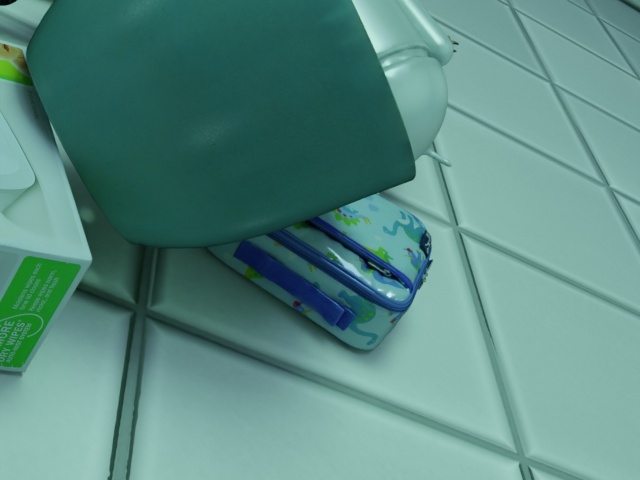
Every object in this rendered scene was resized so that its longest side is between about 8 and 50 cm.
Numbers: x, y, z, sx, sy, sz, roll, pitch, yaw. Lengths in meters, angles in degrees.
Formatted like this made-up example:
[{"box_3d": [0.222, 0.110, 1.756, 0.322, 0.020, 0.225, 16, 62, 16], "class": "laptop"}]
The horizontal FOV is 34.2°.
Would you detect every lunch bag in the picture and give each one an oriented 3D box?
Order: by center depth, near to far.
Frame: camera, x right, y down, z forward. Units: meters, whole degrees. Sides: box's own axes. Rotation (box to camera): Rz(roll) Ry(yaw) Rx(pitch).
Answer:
[{"box_3d": [0.000, 0.000, 1.032, 0.219, 0.090, 0.176, 34, 32, 0], "class": "lunch bag"}]

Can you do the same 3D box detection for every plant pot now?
[{"box_3d": [-0.092, -0.127, 0.852, 0.293, 0.235, 0.293, 62, -1, 2], "class": "plant pot"}]

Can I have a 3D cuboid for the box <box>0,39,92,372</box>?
[{"box_3d": [-0.316, -0.049, 0.734, 0.231, 0.126, 0.262, 14, 35, -37], "class": "box"}]

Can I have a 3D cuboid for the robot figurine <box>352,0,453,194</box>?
[{"box_3d": [0.013, -0.210, 1.212, 0.300, 0.200, 0.353, -29, 79, -22], "class": "robot figurine"}]

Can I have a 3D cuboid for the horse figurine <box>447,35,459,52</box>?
[{"box_3d": [0.085, -0.380, 1.731, 0.263, 0.066, 0.174, 17, 27, -34], "class": "horse figurine"}]

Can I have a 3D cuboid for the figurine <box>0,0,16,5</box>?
[{"box_3d": [-0.298, -0.313, 1.131, 0.210, 0.092, 0.215, -10, 29, -15], "class": "figurine"}]
